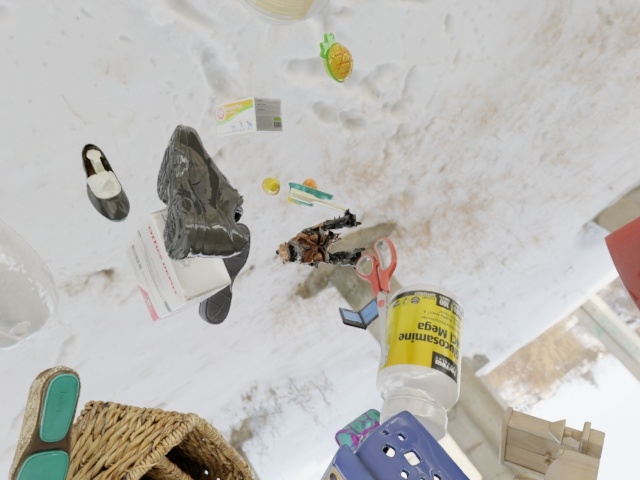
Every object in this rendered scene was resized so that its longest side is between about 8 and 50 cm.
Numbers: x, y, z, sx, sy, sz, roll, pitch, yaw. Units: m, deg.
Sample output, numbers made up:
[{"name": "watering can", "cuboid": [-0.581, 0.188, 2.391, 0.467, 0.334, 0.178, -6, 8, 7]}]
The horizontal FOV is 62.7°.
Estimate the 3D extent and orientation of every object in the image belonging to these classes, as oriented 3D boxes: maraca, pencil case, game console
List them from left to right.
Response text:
[{"name": "maraca", "cuboid": [0.052, -0.635, 1.835, 0.186, 0.099, 0.127, 44, 59, -46]}, {"name": "game console", "cuboid": [0.138, 0.246, 1.844, 0.144, 0.124, 0.085, -111, -143, -75]}, {"name": "pencil case", "cuboid": [0.103, 0.476, 1.317, 0.070, 0.064, 0.152, -13, 178, 35]}]

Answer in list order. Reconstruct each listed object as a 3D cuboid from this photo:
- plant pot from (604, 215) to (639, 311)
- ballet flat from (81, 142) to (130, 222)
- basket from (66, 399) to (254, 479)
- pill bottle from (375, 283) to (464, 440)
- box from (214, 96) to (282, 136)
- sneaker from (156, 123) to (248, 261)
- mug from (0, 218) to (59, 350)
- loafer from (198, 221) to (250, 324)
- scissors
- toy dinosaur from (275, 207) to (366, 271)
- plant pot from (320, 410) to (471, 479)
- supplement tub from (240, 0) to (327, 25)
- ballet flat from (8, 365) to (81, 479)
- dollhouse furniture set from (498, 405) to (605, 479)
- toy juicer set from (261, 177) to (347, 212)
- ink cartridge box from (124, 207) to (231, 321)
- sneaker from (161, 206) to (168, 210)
[{"name": "plant pot", "cuboid": [0.906, 0.070, 1.274, 0.267, 0.235, 0.267, 12, 152, -8]}, {"name": "ballet flat", "cuboid": [-0.612, -0.170, 1.462, 0.095, 0.280, 0.096, -23, 146, -24]}, {"name": "basket", "cuboid": [-0.274, 0.427, 0.870, 0.299, 0.223, 0.213, 73, 24, -46]}, {"name": "pill bottle", "cuboid": [0.233, 0.282, 1.228, 0.188, 0.188, 0.334, 115, -6, -49]}, {"name": "box", "cuboid": [-0.230, -0.387, 1.667, 0.203, 0.103, 0.114, 3, -170, 44]}, {"name": "sneaker", "cuboid": [-0.196, -0.078, 0.874, 0.130, 0.286, 0.109, 7, 139, -31]}, {"name": "mug", "cuboid": [-0.800, 0.120, 1.247, 0.276, 0.374, 0.328, -40, 132, -8]}, {"name": "loafer", "cuboid": [-0.291, 0.091, 1.525, 0.109, 0.095, 0.302, 23, 77, -34]}, {"name": "scissors", "cuboid": [0.134, 0.112, 1.092, 0.109, 0.297, 0.021, -37, 126, 22]}, {"name": "toy dinosaur", "cuboid": [0.000, 0.000, 1.462, 0.218, 0.164, 0.322, -9, -155, 22]}, {"name": "plant pot", "cuboid": [0.113, 0.475, 0.904, 0.212, 0.236, 0.236, -1, 124, -42]}, {"name": "supplement tub", "cuboid": [-0.059, -0.567, 1.010, 0.241, 0.241, 0.331, -35, -168, -8]}, {"name": "ballet flat", "cuboid": [-0.366, 0.266, 0.693, 0.073, 0.067, 0.206, 23, 76, -44]}, {"name": "dollhouse furniture set", "cuboid": [0.354, 0.473, 0.890, 0.355, 0.174, 0.303, -36, 129, -49]}, {"name": "toy juicer set", "cuboid": [-0.071, -0.169, 1.697, 0.209, 0.329, 0.089, 18, 90, -32]}, {"name": "ink cartridge box", "cuboid": [-0.285, 0.047, 1.025, 0.100, 0.172, 0.237, -21, 176, -34]}, {"name": "sneaker", "cuboid": [-0.593, 0.024, 2.019, 0.112, 0.131, 0.319, -44, 167, -54]}]
